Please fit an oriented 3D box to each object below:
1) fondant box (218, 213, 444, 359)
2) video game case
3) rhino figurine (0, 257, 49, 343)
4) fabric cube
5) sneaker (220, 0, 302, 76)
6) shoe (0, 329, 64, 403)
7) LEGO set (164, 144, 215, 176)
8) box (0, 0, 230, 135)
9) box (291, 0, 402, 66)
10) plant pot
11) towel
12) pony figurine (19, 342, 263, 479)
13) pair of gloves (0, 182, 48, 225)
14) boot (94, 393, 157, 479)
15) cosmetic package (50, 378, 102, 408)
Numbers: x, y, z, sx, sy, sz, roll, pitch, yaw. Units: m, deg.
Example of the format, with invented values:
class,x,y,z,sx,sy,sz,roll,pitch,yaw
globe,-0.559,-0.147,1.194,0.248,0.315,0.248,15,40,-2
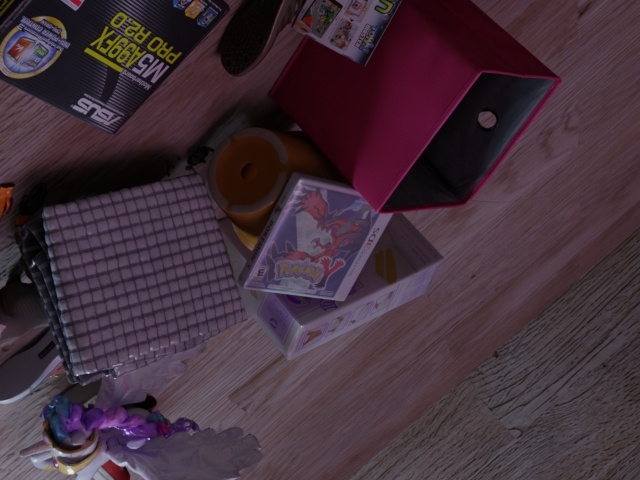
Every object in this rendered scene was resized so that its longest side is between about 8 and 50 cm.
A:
class,x,y,z,sx,sy,sz,roll,pitch,yaw
fondant box,0.009,0.030,1.864,0.330,0.238,0.096,-24,151,-36
video game case,0.000,0.000,1.583,0.201,0.023,0.183,10,116,-42
rhino figurine,-0.384,0.076,1.507,0.243,0.106,0.073,-17,147,-43
fabric cube,0.137,-0.219,1.616,0.259,0.258,0.254,-6,137,-53
sneaker,-0.058,-0.289,1.436,0.071,0.066,0.188,-11,143,-54
shoe,-0.418,0.192,1.705,0.178,0.063,0.081,-42,153,-7
LEGO set,-0.187,-0.119,1.591,0.083,0.023,0.054,-4,136,-35
box,-0.246,-0.245,1.231,0.216,0.060,0.270,-46,156,8
box,0.059,-0.343,1.445,0.207,0.114,0.036,-59,-171,23
plant pot,-0.064,-0.077,1.618,0.205,0.205,0.188,-45,154,7
towel,-0.254,0.048,1.496,0.121,0.235,0.284,-11,-174,45
pony figurine,-0.308,0.312,1.787,0.351,0.302,0.363,-20,159,-21
pair of gloves,-0.388,-0.044,1.417,0.083,0.010,0.074,-8,139,-53
boot,-0.362,0.374,2.078,0.176,0.088,0.244,-38,153,-12
cosmetic package,-0.395,0.267,1.895,0.115,0.041,0.060,-36,154,-12
